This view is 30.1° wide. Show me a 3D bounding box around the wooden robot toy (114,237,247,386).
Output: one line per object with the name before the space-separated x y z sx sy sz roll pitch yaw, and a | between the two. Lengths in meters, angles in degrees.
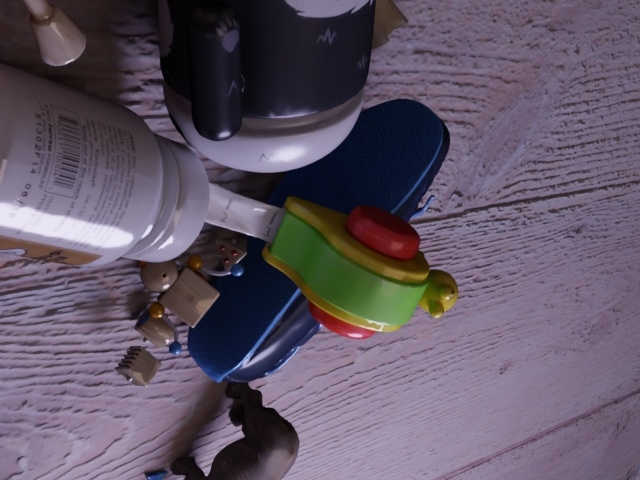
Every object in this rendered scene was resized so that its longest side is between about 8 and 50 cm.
wooden robot toy | -0.145 0.046 1.114 0.079 0.076 0.173 41 84 -21

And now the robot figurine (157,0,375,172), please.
robot figurine | -0.045 -0.188 0.928 0.209 0.173 0.278 -21 134 -29

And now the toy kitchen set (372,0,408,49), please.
toy kitchen set | 0.020 -0.208 1.112 0.068 0.075 0.083 -46 105 -20

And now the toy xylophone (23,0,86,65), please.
toy xylophone | -0.276 -0.151 0.636 0.323 0.236 0.081 56 45 -52

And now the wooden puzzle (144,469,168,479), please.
wooden puzzle | -0.208 0.298 1.271 0.078 0.014 0.116 13 108 -55

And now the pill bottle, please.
pill bottle | -0.194 -0.048 0.891 0.229 0.131 0.131 15 106 -55

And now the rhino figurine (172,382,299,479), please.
rhino figurine | -0.111 0.278 1.291 0.243 0.106 0.073 -56 146 1

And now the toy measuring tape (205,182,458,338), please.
toy measuring tape | -0.016 0.011 1.045 0.330 0.121 0.121 18 106 -22

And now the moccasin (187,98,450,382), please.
moccasin | 0.000 0.000 1.201 0.342 0.138 0.117 -45 152 9
